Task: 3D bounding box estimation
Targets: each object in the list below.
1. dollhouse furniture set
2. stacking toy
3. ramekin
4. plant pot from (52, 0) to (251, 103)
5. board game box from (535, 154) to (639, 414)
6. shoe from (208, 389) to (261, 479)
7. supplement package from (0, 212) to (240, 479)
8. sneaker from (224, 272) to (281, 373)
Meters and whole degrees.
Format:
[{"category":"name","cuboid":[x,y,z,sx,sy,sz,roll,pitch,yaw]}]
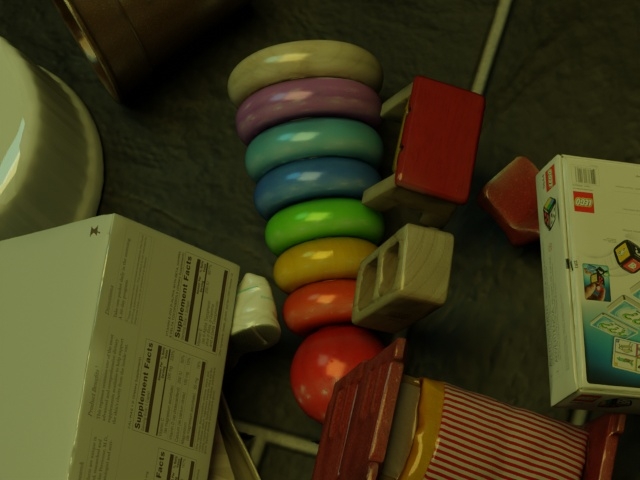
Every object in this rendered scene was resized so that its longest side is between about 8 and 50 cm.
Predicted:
[{"category":"dollhouse furniture set","cuboid":[0.134,0.058,1.463,0.201,0.152,0.374,17,70,-14]},{"category":"stacking toy","cuboid":[0.000,0.000,1.580,0.141,0.141,0.330,-9,72,12]},{"category":"ramekin","cuboid":[-0.353,-0.071,1.693,0.277,0.135,0.277,-5,69,13]},{"category":"plant pot","cuboid":[-0.161,-0.240,1.698,0.165,0.167,0.167,-32,65,-6]},{"category":"board game box","cuboid":[0.321,0.045,1.429,0.305,0.053,0.193,7,68,-18]},{"category":"shoe","cuboid":[-0.079,0.207,1.545,0.058,0.076,0.219,-31,63,8]},{"category":"supplement package","cuboid":[-0.203,0.134,1.526,0.204,0.145,0.262,-11,63,44]},{"category":"sneaker","cuboid":[-0.087,0.077,1.586,0.152,0.053,0.061,-29,54,41]}]
